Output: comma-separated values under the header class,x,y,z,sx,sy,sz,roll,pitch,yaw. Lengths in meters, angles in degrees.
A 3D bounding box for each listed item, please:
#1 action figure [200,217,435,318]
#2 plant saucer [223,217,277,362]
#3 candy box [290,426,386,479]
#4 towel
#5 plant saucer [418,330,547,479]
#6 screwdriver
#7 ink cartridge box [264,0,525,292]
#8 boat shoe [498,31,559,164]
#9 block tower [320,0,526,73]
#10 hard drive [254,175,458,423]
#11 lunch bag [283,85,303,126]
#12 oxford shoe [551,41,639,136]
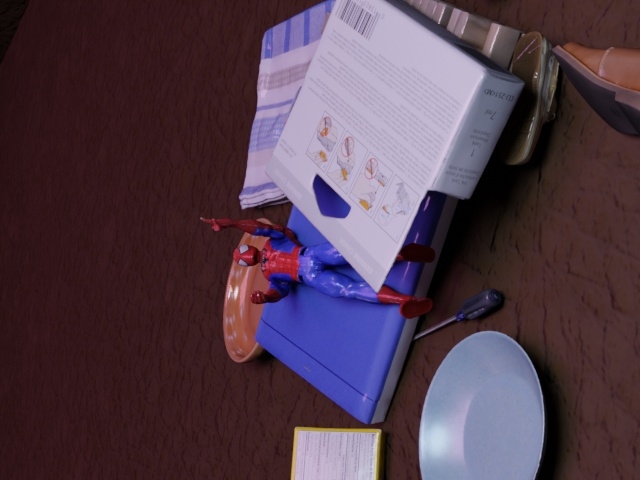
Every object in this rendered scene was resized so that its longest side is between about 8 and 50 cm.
class,x,y,z,sx,sy,sz,roll,pitch,yaw
action figure,-0.025,0.028,1.278,0.280,0.139,0.091,7,94,48
plant saucer,-0.083,0.070,1.613,0.200,0.037,0.200,-168,90,-68
candy box,0.015,0.310,1.300,0.105,0.027,0.206,-1,74,20
towel,-0.043,-0.188,1.666,0.209,0.034,0.285,-7,73,60
plant saucer,0.162,0.185,1.124,0.195,0.037,0.195,-32,52,53
screwdriver,0.139,0.084,1.238,0.170,0.025,0.024,137,137,-60
ink cartridge box,0.063,-0.111,1.208,0.275,0.060,0.239,48,121,49
boat shoe,0.211,-0.135,1.157,0.050,0.045,0.135,3,78,54
block tower,0.114,-0.231,1.329,0.335,0.091,0.097,40,114,59
hard drive,0.039,0.016,1.334,0.210,0.040,0.319,32,113,41
lunch bag,-0.015,-0.161,1.530,0.083,0.053,0.071,-69,19,-7
oxford shoe,0.276,-0.140,1.036,0.076,0.076,0.212,-42,31,1
